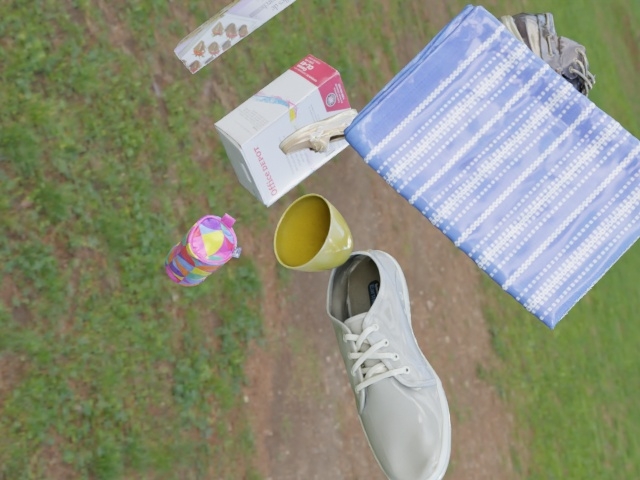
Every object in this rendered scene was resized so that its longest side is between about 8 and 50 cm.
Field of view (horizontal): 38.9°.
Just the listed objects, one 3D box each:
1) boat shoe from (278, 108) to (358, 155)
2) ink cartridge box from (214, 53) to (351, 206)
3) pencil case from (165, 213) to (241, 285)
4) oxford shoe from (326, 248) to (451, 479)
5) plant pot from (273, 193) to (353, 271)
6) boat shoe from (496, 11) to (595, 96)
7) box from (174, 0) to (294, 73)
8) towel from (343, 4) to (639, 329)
[{"bbox_3d":[0.004,-0.200,1.765,0.063,0.170,0.059,91,-25,-81],"label":"boat shoe"},{"bbox_3d":[-0.077,-0.266,2.195,0.131,0.306,0.226,42,-17,38],"label":"ink cartridge box"},{"bbox_3d":[-0.231,0.023,1.756,0.104,0.236,0.105,6,74,-22],"label":"pencil case"},{"bbox_3d":[0.102,0.207,1.543,0.130,0.169,0.450,29,41,-50],"label":"oxford shoe"},{"bbox_3d":[0.000,0.000,1.549,0.095,0.134,0.134,27,51,-41],"label":"plant pot"},{"bbox_3d":[0.408,-0.297,1.583,0.132,0.130,0.356,56,16,-48],"label":"boat shoe"},{"bbox_3d":[-0.148,-0.450,1.797,0.063,0.324,0.067,50,23,-23],"label":"box"},{"bbox_3d":[0.221,-0.097,1.047,0.336,0.243,0.040,44,-9,13],"label":"towel"}]
